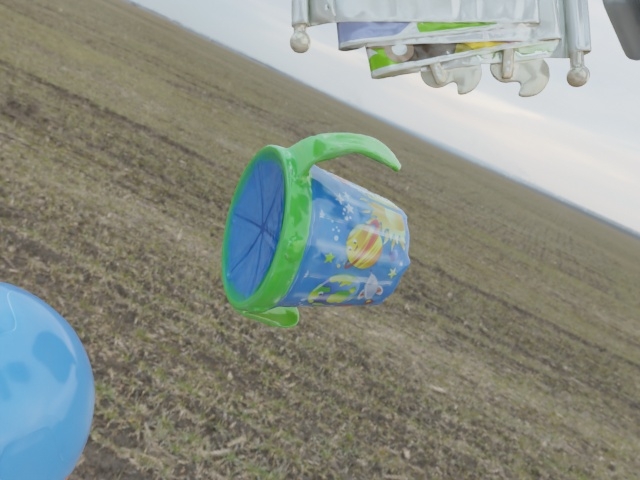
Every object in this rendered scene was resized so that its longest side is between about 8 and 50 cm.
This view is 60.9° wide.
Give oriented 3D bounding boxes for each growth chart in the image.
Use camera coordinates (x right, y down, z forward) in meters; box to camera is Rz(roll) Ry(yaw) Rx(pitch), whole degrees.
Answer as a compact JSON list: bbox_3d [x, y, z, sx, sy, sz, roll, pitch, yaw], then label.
[{"bbox_3d":[0.087,-0.194,0.406,0.237,0.171,0.021,5,-1,0],"label":"growth chart"}]

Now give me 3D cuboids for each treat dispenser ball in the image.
[{"bbox_3d":[-0.389,0.177,0.563,0.288,0.288,0.288,23,15,-6],"label":"treat dispenser ball"}]

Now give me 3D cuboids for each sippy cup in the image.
[{"bbox_3d":[0.000,0.000,0.798,0.224,0.240,0.305,11,-17,-27],"label":"sippy cup"}]

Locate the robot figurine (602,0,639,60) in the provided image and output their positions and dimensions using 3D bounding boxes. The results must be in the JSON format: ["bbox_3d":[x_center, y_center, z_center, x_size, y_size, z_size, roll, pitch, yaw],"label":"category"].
[{"bbox_3d":[0.461,-0.261,0.569,0.353,0.199,0.300,32,-13,-36],"label":"robot figurine"}]
